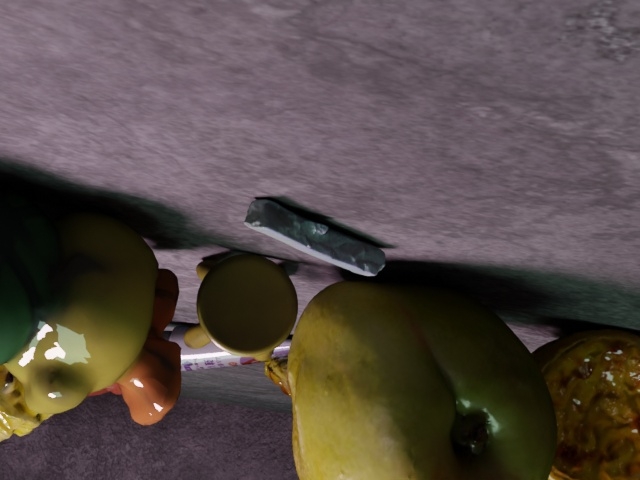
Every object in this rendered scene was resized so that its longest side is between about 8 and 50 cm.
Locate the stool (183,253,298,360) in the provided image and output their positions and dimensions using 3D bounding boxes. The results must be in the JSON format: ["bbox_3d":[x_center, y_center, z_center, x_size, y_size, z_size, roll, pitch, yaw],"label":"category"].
[{"bbox_3d":[-0.089,0.076,1.400,0.135,0.134,0.110,56,166,-3],"label":"stool"}]

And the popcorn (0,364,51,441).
[{"bbox_3d":[-0.431,0.154,1.705,0.266,0.233,0.192,-11,-178,-15],"label":"popcorn"}]

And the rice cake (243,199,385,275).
[{"bbox_3d":[0.000,0.000,1.165,0.042,0.030,0.180,6,169,40],"label":"rice cake"}]

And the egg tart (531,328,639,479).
[{"bbox_3d":[0.320,0.201,1.515,0.203,0.202,0.147,10,178,-5],"label":"egg tart"}]

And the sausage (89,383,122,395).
[{"bbox_3d":[-0.397,0.160,1.927,0.280,0.152,0.152,10,168,-6],"label":"sausage"}]

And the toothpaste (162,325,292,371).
[{"bbox_3d":[-0.138,0.172,2.005,0.299,0.073,0.114,-1,167,9],"label":"toothpaste"}]

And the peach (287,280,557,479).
[{"bbox_3d":[0.104,0.189,1.368,0.282,0.314,0.315,-10,176,-13],"label":"peach"}]

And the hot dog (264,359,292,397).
[{"bbox_3d":[0.007,0.255,2.199,0.262,0.093,0.123,-1,165,40],"label":"hot dog"}]

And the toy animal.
[{"bbox_3d":[-0.271,0.050,1.247,0.338,0.216,0.191,23,135,-37],"label":"toy animal"}]
